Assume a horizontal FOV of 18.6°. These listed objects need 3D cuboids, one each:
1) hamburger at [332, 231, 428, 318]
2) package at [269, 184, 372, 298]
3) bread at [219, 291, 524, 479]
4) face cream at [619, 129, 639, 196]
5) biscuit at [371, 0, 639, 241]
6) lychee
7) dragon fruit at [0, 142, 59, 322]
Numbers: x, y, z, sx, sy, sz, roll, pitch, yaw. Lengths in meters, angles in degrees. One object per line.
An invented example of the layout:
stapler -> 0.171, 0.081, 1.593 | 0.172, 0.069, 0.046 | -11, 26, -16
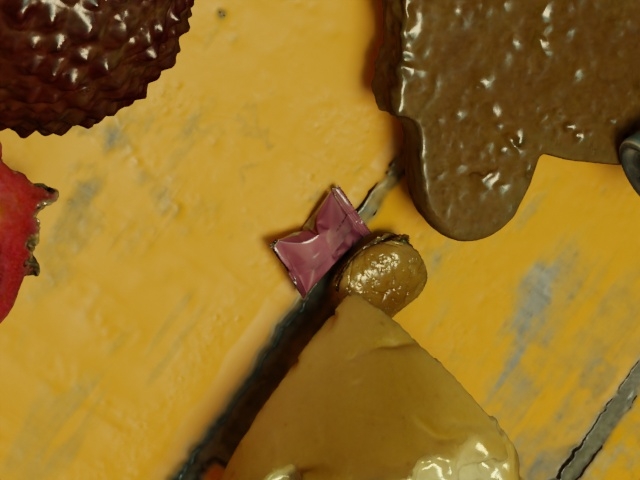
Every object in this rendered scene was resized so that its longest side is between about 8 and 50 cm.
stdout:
hamburger -> 0.050, 0.033, 1.635 | 0.083, 0.044, 0.076 | -39, 126, -4
package -> 0.000, 0.000, 1.618 | 0.083, 0.029, 0.059 | -42, 119, -17
bread -> 0.052, 0.207, 1.577 | 0.224, 0.211, 0.183 | -48, 148, -12
face cream -> 0.362, -0.109, 1.642 | 0.229, 0.075, 0.075 | -32, 114, -14
biscuit -> 0.222, -0.199, 1.634 | 0.394, 0.076, 0.368 | -9, 107, -23
lychee -> -0.207, -0.212, 1.347 | 0.264, 0.264, 0.300 | -4, 124, -21
dragon fruit -> -0.297, -0.003, 1.437 | 0.211, 0.134, 0.262 | 0, 68, -37
